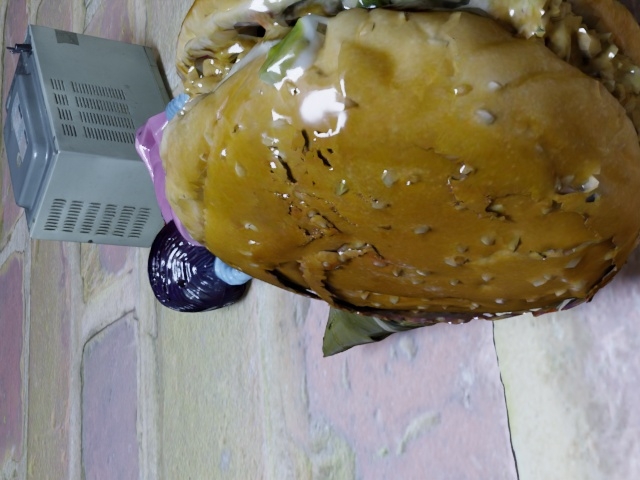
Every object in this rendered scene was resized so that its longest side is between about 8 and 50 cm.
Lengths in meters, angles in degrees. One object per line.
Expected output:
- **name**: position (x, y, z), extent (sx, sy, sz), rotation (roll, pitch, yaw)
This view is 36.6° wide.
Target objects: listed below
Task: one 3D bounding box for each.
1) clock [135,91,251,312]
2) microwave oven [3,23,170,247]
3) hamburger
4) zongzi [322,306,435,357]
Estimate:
- **clock**: position (-0.109, -0.033, 0.923), extent (0.194, 0.100, 0.196), rotation (-19, 76, 59)
- **microwave oven**: position (-0.277, -0.122, 1.152), extent (0.145, 0.193, 0.241), rotation (-62, 38, 37)
- **hamburger**: position (0.053, -0.080, 0.477), extent (0.245, 0.260, 0.212), rotation (117, 160, -71)
- **zongzi**: position (0.046, -0.011, 0.661), extent (0.176, 0.078, 0.160), rotation (150, 126, -60)
